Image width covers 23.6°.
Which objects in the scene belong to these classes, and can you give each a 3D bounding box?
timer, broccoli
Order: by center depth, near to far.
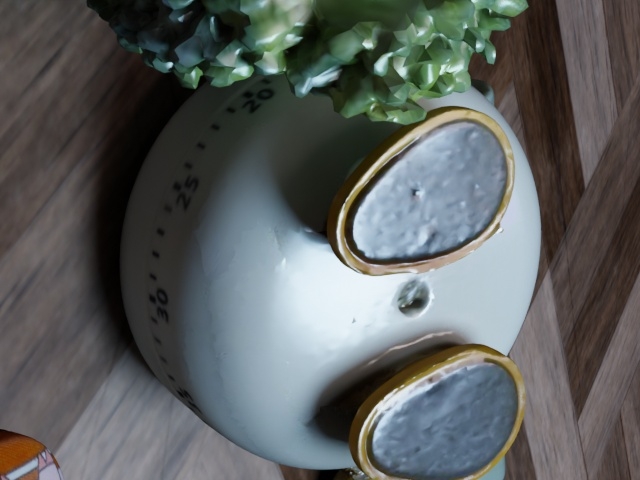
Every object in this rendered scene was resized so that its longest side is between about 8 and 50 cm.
[{"bbox_3d":[0.014,-0.212,0.689,0.338,0.317,0.277,-12,109,-28],"label":"broccoli"},{"bbox_3d":[0.000,0.000,0.838,0.233,0.240,0.233,-12,114,-29],"label":"timer"}]

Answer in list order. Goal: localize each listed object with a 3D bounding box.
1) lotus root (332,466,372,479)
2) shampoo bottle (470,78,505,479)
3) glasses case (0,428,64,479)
[{"bbox_3d":[0.036,0.194,1.056,0.073,0.062,0.150,-33,128,-28],"label":"lotus root"},{"bbox_3d":[0.078,0.073,1.089,0.134,0.078,0.359,-35,128,-49],"label":"shampoo bottle"},{"bbox_3d":[-0.154,0.215,0.684,0.103,0.067,0.266,-23,117,-57],"label":"glasses case"}]
